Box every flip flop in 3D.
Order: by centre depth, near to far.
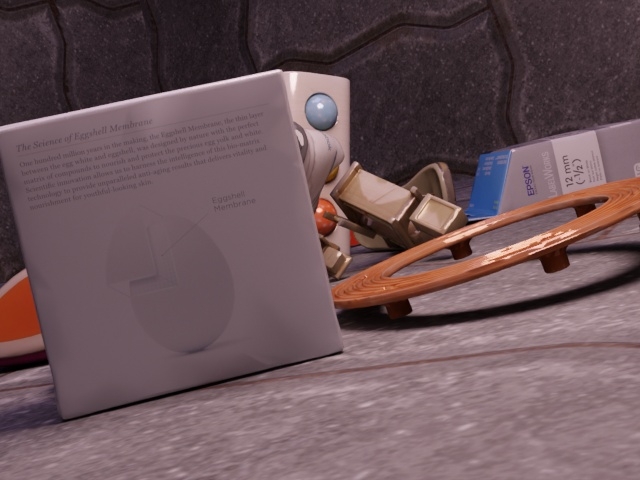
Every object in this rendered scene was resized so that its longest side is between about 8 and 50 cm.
[{"bbox_3d":[0.106,-0.039,1.434,0.080,0.112,0.277,-7,-4,-29],"label":"flip flop"}]

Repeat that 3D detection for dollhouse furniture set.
[{"bbox_3d":[0.082,0.015,1.287,0.182,0.101,0.161,28,76,38],"label":"dollhouse furniture set"}]

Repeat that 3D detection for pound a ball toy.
[{"bbox_3d":[-0.054,-0.087,1.500,0.208,0.319,0.135,3,-5,-30],"label":"pound a ball toy"}]

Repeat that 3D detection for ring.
[{"bbox_3d":[0.166,0.008,0.938,0.336,0.032,0.336,-20,3,1],"label":"ring"}]

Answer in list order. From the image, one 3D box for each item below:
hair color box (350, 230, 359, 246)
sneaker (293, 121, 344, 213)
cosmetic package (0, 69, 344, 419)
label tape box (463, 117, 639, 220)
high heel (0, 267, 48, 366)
[{"bbox_3d":[0.000,0.000,1.726,0.141,0.043,0.072,-13,3,-15],"label":"hair color box"},{"bbox_3d":[-0.069,-0.026,1.299,0.129,0.111,0.297,-2,-39,-49],"label":"sneaker"},{"bbox_3d":[-0.120,-0.001,0.818,0.224,0.225,0.138,-12,4,-7],"label":"cosmetic package"},{"bbox_3d":[0.371,-0.120,1.750,0.347,0.115,0.249,-11,4,-2],"label":"label tape box"},{"bbox_3d":[-0.213,0.083,1.174,0.377,0.127,0.181,-21,-34,3],"label":"high heel"}]
